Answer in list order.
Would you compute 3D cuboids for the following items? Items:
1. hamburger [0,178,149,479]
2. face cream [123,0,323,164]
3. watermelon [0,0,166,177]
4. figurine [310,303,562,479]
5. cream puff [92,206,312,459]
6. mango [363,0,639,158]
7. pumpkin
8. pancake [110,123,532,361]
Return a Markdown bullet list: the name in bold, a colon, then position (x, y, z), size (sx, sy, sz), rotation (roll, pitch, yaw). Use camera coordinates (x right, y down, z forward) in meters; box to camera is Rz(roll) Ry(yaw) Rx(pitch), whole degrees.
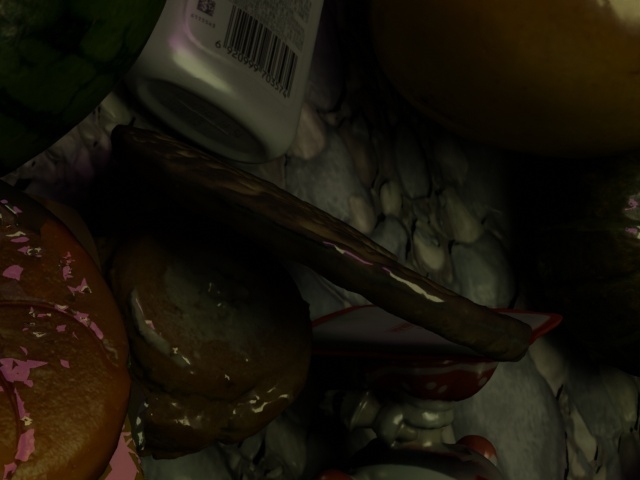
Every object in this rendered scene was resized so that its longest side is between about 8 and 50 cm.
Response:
- **hamburger**: position (-0.204, 0.065, 0.857), size (0.243, 0.139, 0.261), rotation (13, 56, -39)
- **face cream**: position (-0.053, -0.200, 1.180), size (0.144, 0.071, 0.291), rotation (32, 55, -35)
- **watermelon**: position (-0.187, -0.155, 0.725), size (0.331, 0.189, 0.330), rotation (-14, 120, -25)
- **figurine**: position (0.069, 0.167, 1.143), size (0.183, 0.160, 0.226), rotation (-17, 106, -68)
- **cream puff**: position (-0.086, 0.060, 1.016), size (0.165, 0.115, 0.150), rotation (27, 45, -25)
- **mango**: position (0.225, -0.202, 1.324), size (0.446, 0.300, 0.232), rotation (-12, 131, -37)
- **pumpkin**: position (0.270, 0.003, 1.408), size (0.224, 0.157, 0.223), rotation (3, 83, -31)
- **pancake**: position (0.000, 0.000, 1.035), size (0.033, 0.288, 0.286), rotation (-62, 162, 1)
